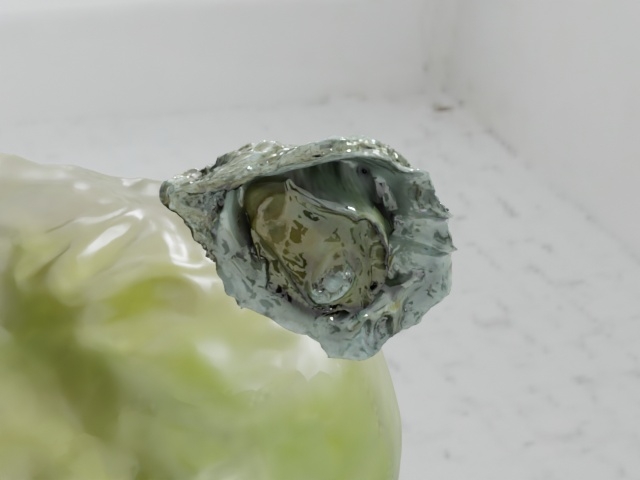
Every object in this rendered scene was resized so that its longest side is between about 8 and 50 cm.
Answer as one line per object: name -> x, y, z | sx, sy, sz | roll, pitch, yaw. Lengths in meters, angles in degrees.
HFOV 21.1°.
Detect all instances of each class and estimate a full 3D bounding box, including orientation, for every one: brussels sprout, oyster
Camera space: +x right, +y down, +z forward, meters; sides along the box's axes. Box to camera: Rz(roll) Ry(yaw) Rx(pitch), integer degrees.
brussels sprout -> -0.098, 0.100, 0.831 | 0.243, 0.274, 0.316 | -164, -122, -69
oyster -> -0.001, 0.000, 0.633 | 0.037, 0.098, 0.100 | 50, -18, 56
